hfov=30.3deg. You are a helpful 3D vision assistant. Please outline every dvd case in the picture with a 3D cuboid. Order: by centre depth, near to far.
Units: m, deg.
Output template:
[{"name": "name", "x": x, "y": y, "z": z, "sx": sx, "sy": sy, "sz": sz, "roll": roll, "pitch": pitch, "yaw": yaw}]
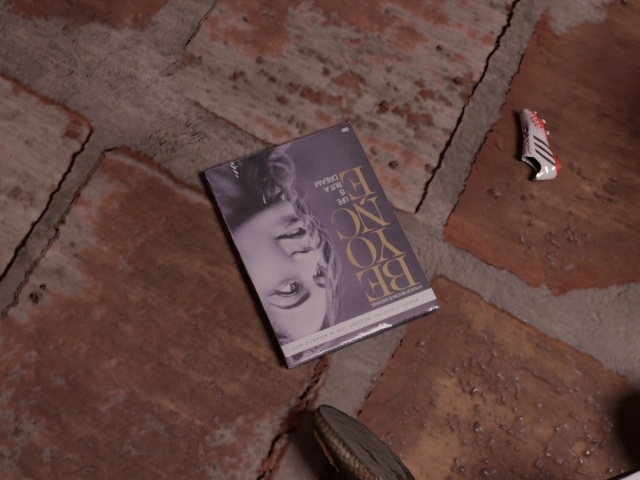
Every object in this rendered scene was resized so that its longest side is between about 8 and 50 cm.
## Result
[{"name": "dvd case", "x": 0.000, "y": 0.000, "z": 1.182, "sx": 0.165, "sy": 0.018, "sz": 0.221, "roll": -20, "pitch": 72, "yaw": -14}]

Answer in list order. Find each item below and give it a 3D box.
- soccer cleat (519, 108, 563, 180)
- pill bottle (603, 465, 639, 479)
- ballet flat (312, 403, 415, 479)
[{"name": "soccer cleat", "x": 0.224, "y": -0.101, "z": 1.244, "sx": 0.036, "sy": 0.029, "sz": 0.083, "roll": -17, "pitch": 76, "yaw": -17}, {"name": "pill bottle", "x": 0.291, "y": 0.393, "z": 0.938, "sx": 0.229, "sy": 0.229, "sz": 0.407, "roll": -19, "pitch": 75, "yaw": -14}, {"name": "ballet flat", "x": 0.074, "y": 0.251, "z": 1.069, "sx": 0.250, "sy": 0.084, "sz": 0.058, "roll": 46, "pitch": 106, "yaw": 8}]
